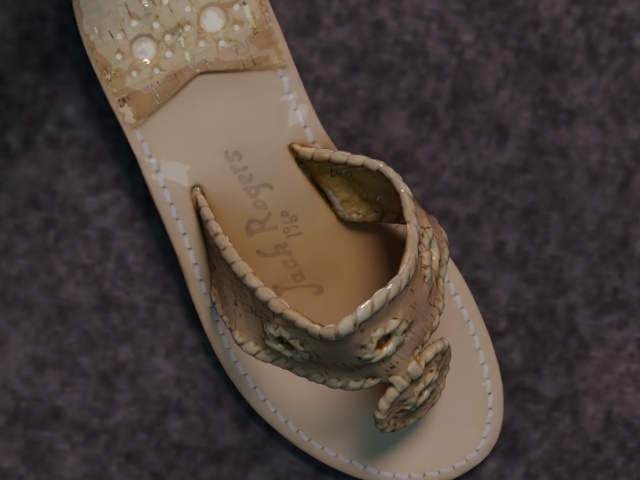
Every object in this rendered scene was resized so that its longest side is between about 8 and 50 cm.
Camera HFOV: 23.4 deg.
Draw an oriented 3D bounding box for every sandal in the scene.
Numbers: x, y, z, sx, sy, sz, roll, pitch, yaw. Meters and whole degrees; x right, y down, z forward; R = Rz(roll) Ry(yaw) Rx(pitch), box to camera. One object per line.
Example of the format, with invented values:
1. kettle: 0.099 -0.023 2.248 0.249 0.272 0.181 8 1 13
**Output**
1. sandal: -0.006 0.003 0.492 0.088 0.079 0.240 -30 111 -1
